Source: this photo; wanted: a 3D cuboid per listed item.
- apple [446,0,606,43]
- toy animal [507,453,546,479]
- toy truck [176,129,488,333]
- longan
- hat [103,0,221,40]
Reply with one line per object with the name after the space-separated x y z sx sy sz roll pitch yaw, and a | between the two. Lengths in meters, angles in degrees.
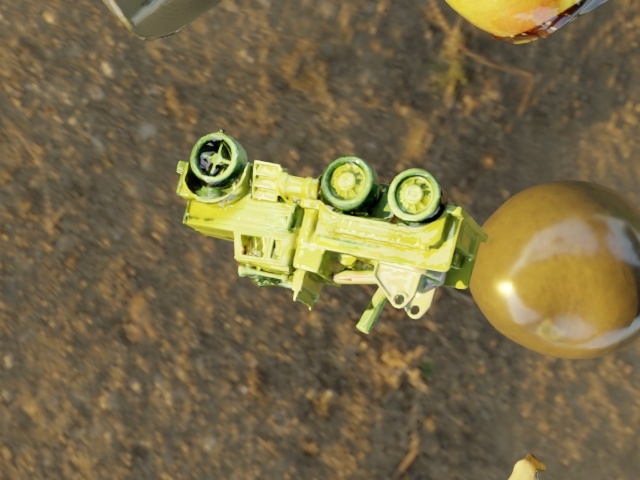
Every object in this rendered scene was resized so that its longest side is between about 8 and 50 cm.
0.150 -0.250 1.119 0.173 0.188 0.207 8 132 -6 | apple
0.214 0.364 1.496 0.208 0.325 0.154 -43 142 16 | toy animal
-0.002 -0.003 1.360 0.135 0.259 0.128 -72 159 -7 | toy truck
0.301 0.039 1.940 0.248 0.248 0.248 -10 112 -27 | longan
-0.058 -0.263 1.308 0.245 0.149 0.214 -57 143 -13 | hat
